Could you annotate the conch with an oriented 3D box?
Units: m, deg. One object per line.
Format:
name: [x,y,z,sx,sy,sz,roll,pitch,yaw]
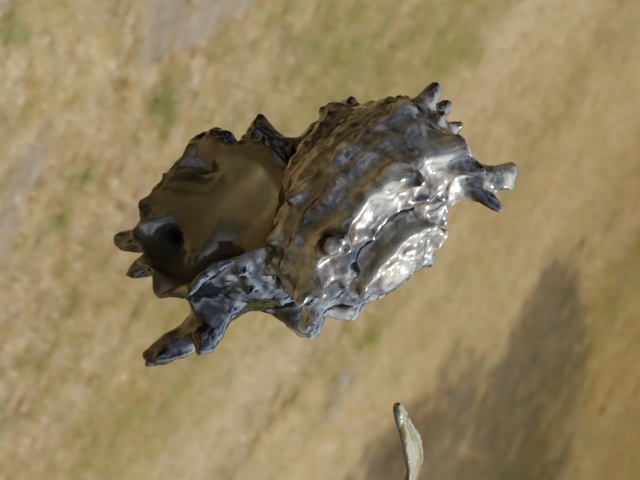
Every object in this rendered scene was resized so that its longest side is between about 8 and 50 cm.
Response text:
conch: [-0.004,-0.007,1.420,0.240,0.313,0.186,-56,130,-79]

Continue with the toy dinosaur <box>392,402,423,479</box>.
toy dinosaur: [-0.018,0.257,1.766,0.206,0.113,0.327,-49,-169,-32]
